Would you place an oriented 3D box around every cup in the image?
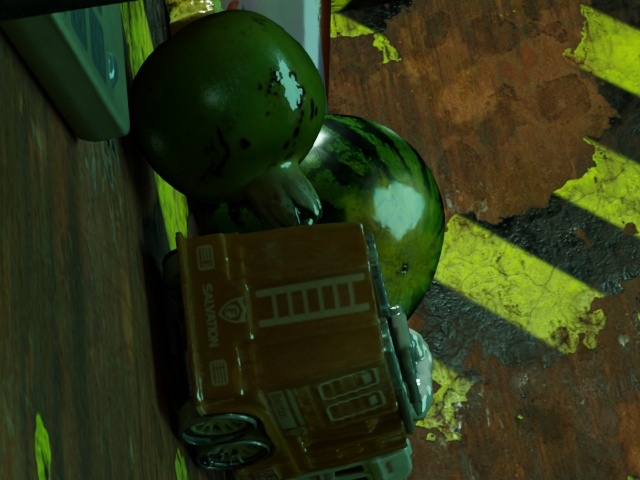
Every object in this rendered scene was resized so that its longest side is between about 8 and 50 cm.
[{"bbox_3d":[-0.065,-0.288,2.285,0.203,0.203,0.288,61,25,-79],"label":"cup"}]

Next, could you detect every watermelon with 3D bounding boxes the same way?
[{"bbox_3d":[0.004,-0.012,1.765,0.269,0.269,0.268,-11,90,-87],"label":"watermelon"}]

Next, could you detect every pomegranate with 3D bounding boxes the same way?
[{"bbox_3d":[-0.066,-0.096,1.418,0.209,0.180,0.180,53,-1,9],"label":"pomegranate"}]

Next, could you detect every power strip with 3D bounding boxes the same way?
[{"bbox_3d":[-0.175,-0.159,1.088,0.270,0.046,0.118,72,8,-71],"label":"power strip"}]

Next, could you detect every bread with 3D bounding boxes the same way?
[{"bbox_3d":[-0.131,-0.222,1.853,0.187,0.065,0.103,68,10,-66],"label":"bread"}]

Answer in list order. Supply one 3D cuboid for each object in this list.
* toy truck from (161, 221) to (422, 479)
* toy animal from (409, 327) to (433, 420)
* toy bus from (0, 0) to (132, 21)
[{"bbox_3d":[-0.012,0.128,1.497,0.387,0.207,0.173,73,8,-65],"label":"toy truck"},{"bbox_3d":[0.033,0.183,2.192,0.156,0.208,0.204,43,39,-37],"label":"toy animal"},{"bbox_3d":[-0.163,-0.253,0.813,0.167,0.139,0.275,76,6,-60],"label":"toy bus"}]
